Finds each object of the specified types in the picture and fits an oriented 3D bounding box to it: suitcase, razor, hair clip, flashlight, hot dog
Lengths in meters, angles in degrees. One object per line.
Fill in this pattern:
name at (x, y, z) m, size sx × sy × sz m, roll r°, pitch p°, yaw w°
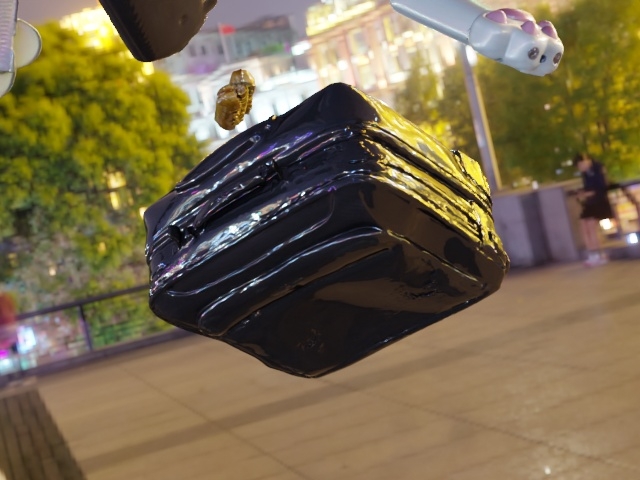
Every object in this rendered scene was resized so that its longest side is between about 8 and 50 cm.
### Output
suitcase at (0.000, 0.000, 1.122) m, size 0.345 × 0.188 × 0.339 m, roll -29°, pitch -39°, yaw 31°
razor at (-0.302, -0.469, 1.683) m, size 0.113 × 0.349 × 0.204 m, roll 30°, pitch 68°, yaw 35°
hair clip at (-0.439, -0.289, 1.294) m, size 0.159 × 0.218 × 0.071 m, roll -2°, pitch 30°, yaw -33°
flashlight at (0.135, -0.201, 0.889) m, size 0.093 × 0.047 × 0.200 m, roll 2°, pitch 26°, yaw -37°
hot dog at (-0.136, -0.217, 1.556) m, size 0.071 × 0.045 × 0.165 m, roll -56°, pitch 0°, yaw -13°
